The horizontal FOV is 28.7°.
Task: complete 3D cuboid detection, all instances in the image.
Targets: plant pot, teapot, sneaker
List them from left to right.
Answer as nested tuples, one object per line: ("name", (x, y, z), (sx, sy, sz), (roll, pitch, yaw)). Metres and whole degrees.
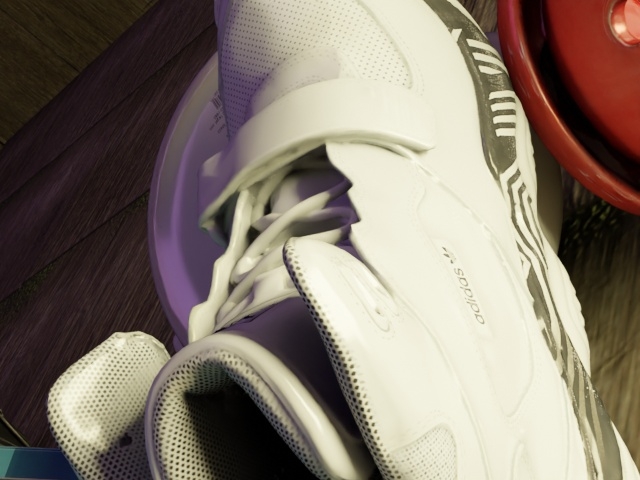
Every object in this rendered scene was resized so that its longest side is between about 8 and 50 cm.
("sneaker", (0.000, 0.000, 0.493), (0.137, 0.210, 0.365), (-30, 67, 26))
("teapot", (0.036, -0.007, 0.719), (0.256, 0.187, 0.252), (2, 82, 37))
("plant pot", (0.187, -0.113, 0.565), (0.174, 0.191, 0.191), (-29, 29, 51))

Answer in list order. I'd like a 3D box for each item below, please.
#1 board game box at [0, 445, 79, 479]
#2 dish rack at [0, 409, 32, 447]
("board game box", (-0.120, 0.234, 0.543), (0.336, 0.254, 0.079), (-81, -9, -56))
("dish rack", (-0.326, 0.273, 1.139), (0.208, 0.074, 0.271), (-54, 21, -7))
